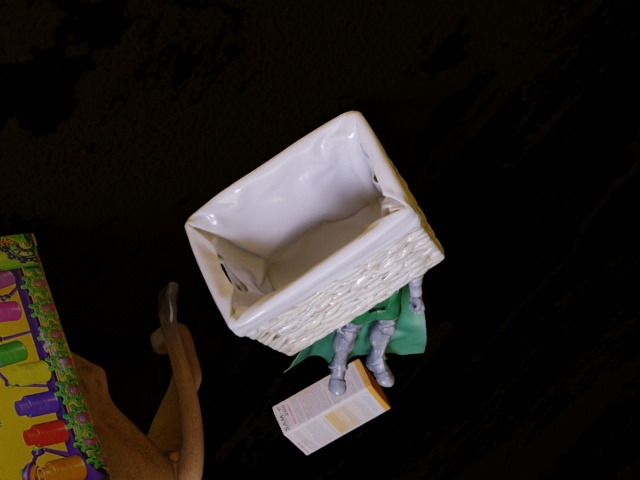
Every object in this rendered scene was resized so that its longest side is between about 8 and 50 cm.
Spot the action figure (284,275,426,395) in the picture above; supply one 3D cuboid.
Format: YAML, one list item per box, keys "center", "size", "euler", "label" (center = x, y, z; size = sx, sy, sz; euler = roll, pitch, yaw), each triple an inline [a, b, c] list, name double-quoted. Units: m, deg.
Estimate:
- center: [0.046, 0.045, 1.208]
  size: [0.137, 0.063, 0.232]
  euler: [-11, 139, -16]
  label: "action figure"

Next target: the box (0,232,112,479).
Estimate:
- center: [-0.303, 0.173, 0.943]
  size: [0.279, 0.290, 0.177]
  euler: [-8, 142, -23]
  label: "box"

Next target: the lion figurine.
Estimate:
- center: [-0.205, 0.236, 1.132]
  size: [0.142, 0.240, 0.392]
  euler: [17, 126, -45]
  label: "lion figurine"

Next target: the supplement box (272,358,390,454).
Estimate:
- center: [0.011, 0.163, 1.353]
  size: [0.098, 0.036, 0.062]
  euler: [-30, 145, 4]
  label: "supplement box"

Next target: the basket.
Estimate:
- center: [0.000, 0.000, 1.070]
  size: [0.167, 0.113, 0.103]
  euler: [-33, 147, 11]
  label: "basket"
